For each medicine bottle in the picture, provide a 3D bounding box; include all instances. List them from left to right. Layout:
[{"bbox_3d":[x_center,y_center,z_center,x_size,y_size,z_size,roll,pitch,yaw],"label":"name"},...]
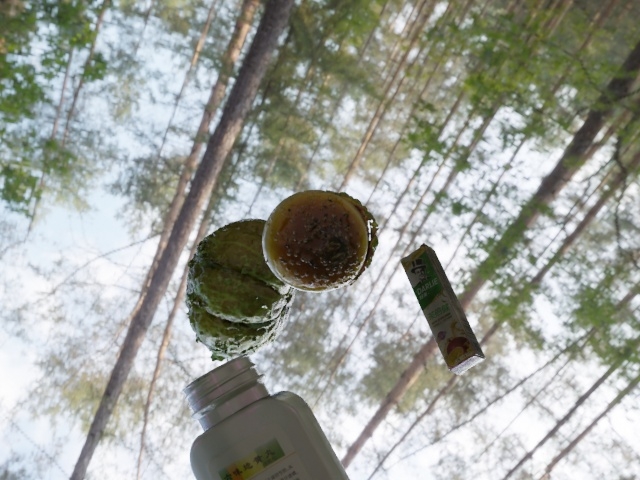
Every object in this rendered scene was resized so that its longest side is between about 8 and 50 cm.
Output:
[{"bbox_3d":[-0.068,0.321,1.013,0.324,0.179,0.124,58,-166,9],"label":"medicine bottle"}]

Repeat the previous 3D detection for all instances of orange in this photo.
[{"bbox_3d":[-0.165,0.097,1.536,0.223,0.301,0.300,19,-153,14],"label":"orange"}]

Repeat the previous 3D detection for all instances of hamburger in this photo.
[{"bbox_3d":[0.000,0.000,0.893,0.141,0.127,0.081,11,-173,-15],"label":"hamburger"}]

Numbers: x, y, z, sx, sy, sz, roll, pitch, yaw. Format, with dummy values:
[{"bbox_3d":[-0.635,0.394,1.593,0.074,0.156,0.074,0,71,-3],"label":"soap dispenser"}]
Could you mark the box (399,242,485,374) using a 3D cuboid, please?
[{"bbox_3d":[0.186,0.102,1.139,0.041,0.050,0.207,25,-144,-50],"label":"box"}]
